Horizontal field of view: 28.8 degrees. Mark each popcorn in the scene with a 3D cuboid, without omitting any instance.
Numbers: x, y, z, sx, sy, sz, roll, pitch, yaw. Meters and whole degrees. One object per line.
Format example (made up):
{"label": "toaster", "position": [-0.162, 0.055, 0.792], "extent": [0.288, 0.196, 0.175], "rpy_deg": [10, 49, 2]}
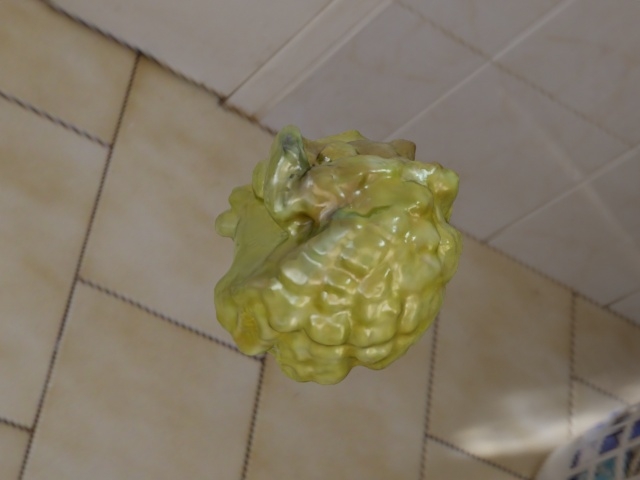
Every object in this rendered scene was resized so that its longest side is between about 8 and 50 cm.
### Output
{"label": "popcorn", "position": [0.007, 0.004, 0.791], "extent": [0.142, 0.173, 0.174], "rpy_deg": [10, 60, -46]}
